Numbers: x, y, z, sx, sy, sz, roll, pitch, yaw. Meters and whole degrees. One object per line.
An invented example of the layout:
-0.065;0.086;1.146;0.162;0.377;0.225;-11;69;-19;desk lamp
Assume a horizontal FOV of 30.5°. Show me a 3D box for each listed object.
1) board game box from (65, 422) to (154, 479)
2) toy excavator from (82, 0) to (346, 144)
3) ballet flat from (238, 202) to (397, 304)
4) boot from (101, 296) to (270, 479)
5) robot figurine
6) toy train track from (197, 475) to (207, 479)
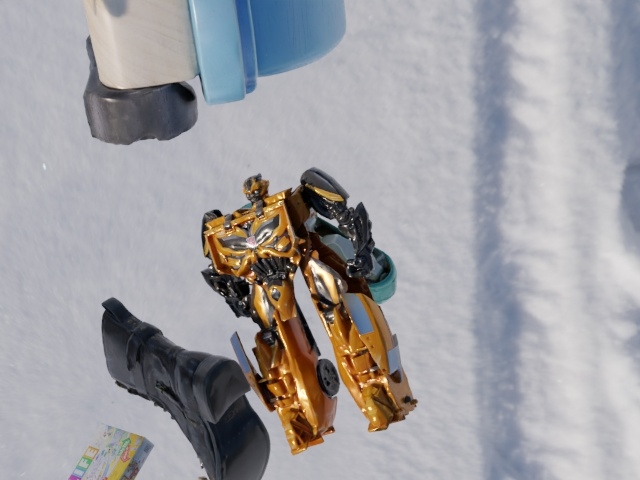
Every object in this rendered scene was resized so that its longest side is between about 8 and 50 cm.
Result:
-0.320;0.347;1.710;0.026;0.103;0.154;50;59;-39;board game box
-0.033;-0.292;1.213;0.445;0.433;0.222;-8;118;-6;toy excavator
0.000;0.000;1.608;0.247;0.087;0.083;29;60;3;ballet flat
-0.184;0.208;1.529;0.091;0.229;0.263;-34;128;-38;boot
-0.020;0.068;1.231;0.211;0.085;0.291;-22;94;28;robot figurine
-0.134;0.327;1.475;0.048;0.014;0.083;3;39;-36;toy train track
